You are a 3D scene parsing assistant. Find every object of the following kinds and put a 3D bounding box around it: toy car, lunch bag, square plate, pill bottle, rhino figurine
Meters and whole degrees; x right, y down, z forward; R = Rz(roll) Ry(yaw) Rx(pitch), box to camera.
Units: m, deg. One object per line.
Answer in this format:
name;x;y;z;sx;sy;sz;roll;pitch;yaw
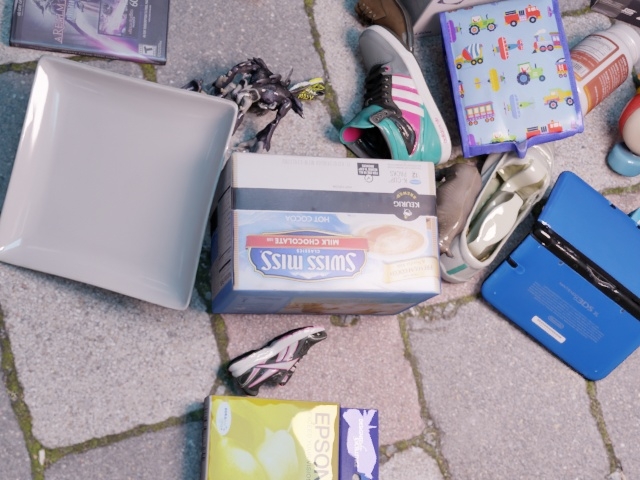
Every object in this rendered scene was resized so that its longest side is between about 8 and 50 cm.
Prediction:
toy car;0.681;-0.272;1.931;0.210;0.219;0.238;9;43;-11
lunch bag;0.354;-0.289;1.792;0.221;0.138;0.293;-9;66;6
square plate;-0.333;-0.095;1.571;0.344;0.049;0.347;15;93;7
pill bottle;0.541;-0.339;1.925;0.216;0.121;0.121;-38;86;-22
rhino figurine;0.218;-0.039;1.705;0.073;0.106;0.243;37;58;-22

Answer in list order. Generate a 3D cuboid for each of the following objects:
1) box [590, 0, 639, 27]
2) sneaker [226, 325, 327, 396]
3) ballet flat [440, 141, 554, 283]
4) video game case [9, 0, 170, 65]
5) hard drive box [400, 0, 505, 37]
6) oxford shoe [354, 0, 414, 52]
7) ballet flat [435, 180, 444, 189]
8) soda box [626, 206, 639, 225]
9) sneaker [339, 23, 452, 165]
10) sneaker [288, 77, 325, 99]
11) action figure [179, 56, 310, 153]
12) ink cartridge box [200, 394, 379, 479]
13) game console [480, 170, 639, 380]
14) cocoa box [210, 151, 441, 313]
box;0.773;-0.626;2.088;0.318;0.097;0.395;19;70;-6
sneaker;-0.066;0.204;1.636;0.178;0.072;0.077;-25;93;-12
ballet flat;0.350;-0.084;1.789;0.139;0.139;0.400;38;68;-1
video game case;-0.412;-0.425;1.750;0.274;0.026;0.196;5;72;-14
hard drive box;0.267;-0.486;1.837;0.181;0.232;0.089;-12;78;-17
oxford shoe;0.117;-0.433;1.869;0.096;0.083;0.227;-16;69;-12
ballet flat;0.203;-0.036;1.781;0.057;0.049;0.173;24;69;-8
soda box;0.662;0.036;1.872;0.210;0.067;0.071;43;68;2
sneaker;0.103;-0.249;1.787;0.178;0.124;0.295;-23;82;-30
sneaker;-0.026;-0.277;1.803;0.083;0.031;0.035;-24;82;-20
action figure;-0.143;-0.235;1.708;0.275;0.141;0.164;-23;71;-46
ink cartridge box;-0.043;0.413;1.571;0.307;0.072;0.303;4;72;-12
game console;0.483;0.066;1.792;0.293;0.250;0.173;38;25;-5
cocoa box;0.000;0.000;1.617;0.347;0.231;0.228;2;76;-14
